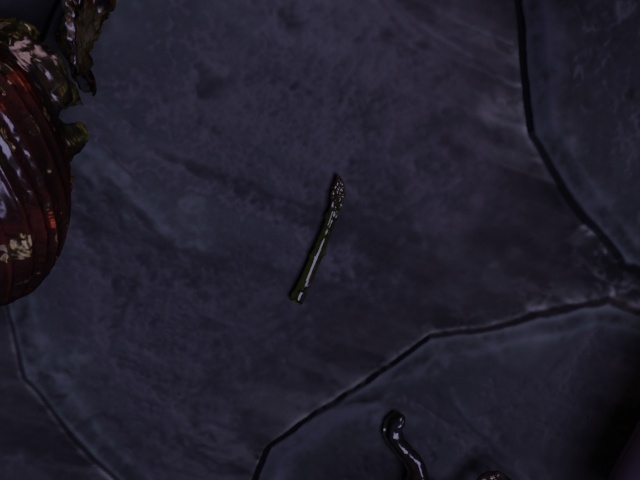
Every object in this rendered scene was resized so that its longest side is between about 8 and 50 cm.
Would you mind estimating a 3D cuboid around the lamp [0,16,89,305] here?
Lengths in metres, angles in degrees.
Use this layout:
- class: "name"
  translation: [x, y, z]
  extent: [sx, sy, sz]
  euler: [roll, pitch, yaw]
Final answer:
- class: "lamp"
  translation: [-0.275, -0.055, 1.331]
  extent: [0.247, 0.247, 0.247]
  euler: [-6, 111, -17]

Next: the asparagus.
- class: "asparagus"
  translation: [0.000, 0.000, 1.559]
  extent: [0.015, 0.014, 0.114]
  euler: [12, 105, -40]

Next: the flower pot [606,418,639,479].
- class: "flower pot"
  translation: [0.389, 0.203, 1.649]
  extent: [0.265, 0.265, 0.243]
  euler: [29, 109, -26]

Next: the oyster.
- class: "oyster"
  translation: [-0.174, -0.195, 1.383]
  extent: [0.056, 0.105, 0.177]
  euler: [-5, 90, -4]

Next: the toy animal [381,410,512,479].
- class: "toy animal"
  translation: [0.058, 0.262, 1.651]
  extent: [0.233, 0.084, 0.148]
  euler: [-43, 129, -1]
